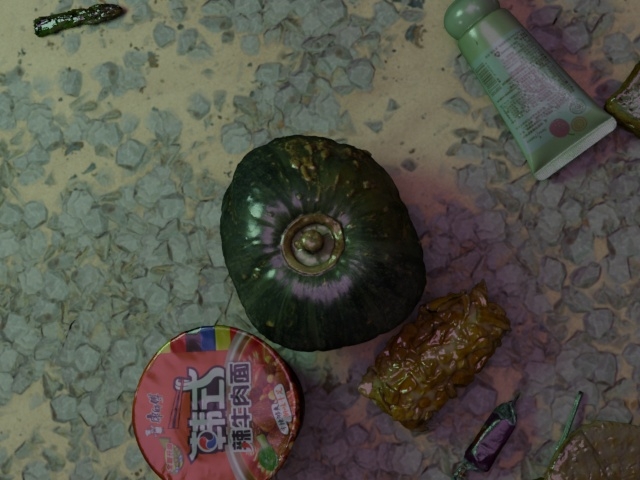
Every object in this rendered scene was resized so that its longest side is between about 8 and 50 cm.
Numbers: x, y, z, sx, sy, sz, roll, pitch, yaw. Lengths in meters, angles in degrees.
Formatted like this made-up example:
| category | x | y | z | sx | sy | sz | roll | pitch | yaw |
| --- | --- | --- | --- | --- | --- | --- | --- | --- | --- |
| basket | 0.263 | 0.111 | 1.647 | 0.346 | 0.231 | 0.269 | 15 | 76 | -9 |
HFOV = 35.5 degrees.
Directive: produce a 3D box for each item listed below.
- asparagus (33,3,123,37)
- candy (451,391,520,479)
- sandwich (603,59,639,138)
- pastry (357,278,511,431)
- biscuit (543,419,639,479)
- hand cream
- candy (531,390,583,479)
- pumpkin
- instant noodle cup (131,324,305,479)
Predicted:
| category | x | y | z | sx | sy | sz | roll | pitch | yaw |
| --- | --- | --- | --- | --- | --- | --- | --- | --- | --- |
| asparagus | -0.418 | -0.382 | 1.721 | 0.165 | 0.030 | 0.036 | -8 | 58 | 11 |
| candy | 0.257 | 0.304 | 1.515 | 0.043 | 0.045 | 0.175 | 34 | 91 | -3 |
| sandwich | 0.587 | -0.207 | 1.492 | 0.251 | 0.087 | 0.226 | 40 | 91 | 12 |
| pastry | 0.173 | 0.163 | 1.499 | 0.154 | 0.102 | 0.250 | 36 | 98 | -17 |
| biscuit | 0.425 | 0.370 | 1.458 | 0.220 | 0.033 | 0.220 | 0 | 89 | -8 |
| hand cream | 0.308 | -0.254 | 1.545 | 0.147 | 0.093 | 0.306 | -37 | 80 | 13 |
| candy | 0.354 | 0.319 | 1.497 | 0.061 | 0.061 | 0.202 | 22 | 80 | 12 |
| pumpkin | 0.000 | 0.000 | 1.486 | 0.291 | 0.257 | 0.328 | -12 | 81 | -5 |
| instant noodle cup | -0.134 | 0.254 | 1.515 | 0.250 | 0.192 | 0.250 | -1 | 84 | 10 |
